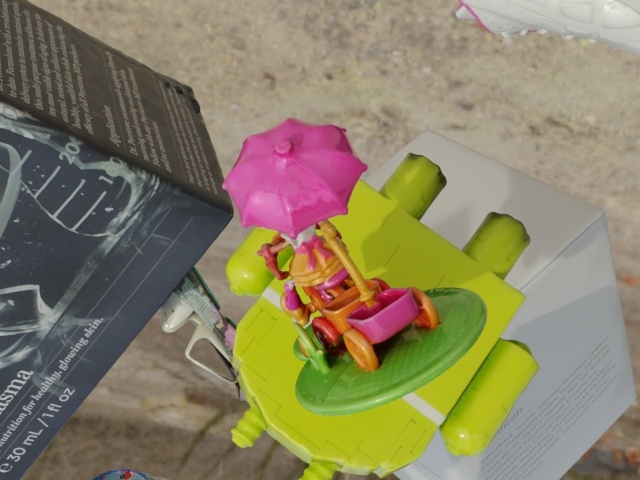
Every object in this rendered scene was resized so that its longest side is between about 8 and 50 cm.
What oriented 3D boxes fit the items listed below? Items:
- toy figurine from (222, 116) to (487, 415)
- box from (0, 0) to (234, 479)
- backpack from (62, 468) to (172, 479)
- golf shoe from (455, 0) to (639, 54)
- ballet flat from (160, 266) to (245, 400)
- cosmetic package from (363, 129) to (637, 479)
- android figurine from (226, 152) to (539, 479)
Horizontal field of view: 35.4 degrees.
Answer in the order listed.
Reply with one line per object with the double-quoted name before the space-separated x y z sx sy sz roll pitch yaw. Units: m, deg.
"toy figurine" 0.000 0.000 0.617 0.159 0.130 0.173 62 163 -15
"box" -0.438 -0.029 1.111 0.471 0.297 0.480 26 115 -33
"backpack" -0.208 0.299 0.975 0.173 0.158 0.117 -31 138 -4
"golf shoe" 0.195 -0.214 0.815 0.306 0.115 0.140 29 141 -14
"ballet flat" -0.141 0.104 1.212 0.221 0.079 0.077 51 165 -8
"cosmetic package" 0.191 0.132 1.385 0.329 0.327 0.394 33 155 44
"android figurine" 0.042 0.067 0.777 0.248 0.273 0.056 34 162 6
